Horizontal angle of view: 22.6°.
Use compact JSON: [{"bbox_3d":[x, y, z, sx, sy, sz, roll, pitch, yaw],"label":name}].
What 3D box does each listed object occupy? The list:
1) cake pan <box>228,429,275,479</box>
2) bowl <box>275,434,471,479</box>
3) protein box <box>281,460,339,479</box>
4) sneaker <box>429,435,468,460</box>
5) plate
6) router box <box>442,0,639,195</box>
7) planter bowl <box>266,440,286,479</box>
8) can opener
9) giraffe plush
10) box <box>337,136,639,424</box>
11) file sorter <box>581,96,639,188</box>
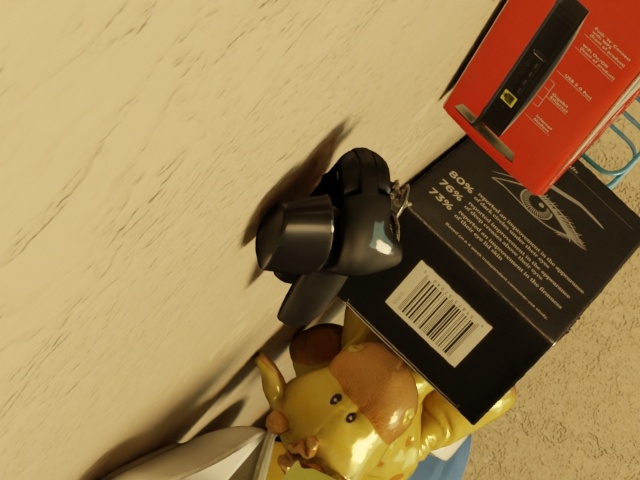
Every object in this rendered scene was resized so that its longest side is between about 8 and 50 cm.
[{"bbox_3d":[-0.097,0.290,1.333,0.293,0.054,0.293,14,90,-89],"label":"cake pan"},{"bbox_3d":[-0.009,0.294,1.737,0.391,0.077,0.391,-40,-166,12],"label":"bowl"},{"bbox_3d":[-0.018,0.292,1.028,0.200,0.136,0.201,-46,157,-59],"label":"protein box"},{"bbox_3d":[0.096,0.089,1.412,0.169,0.108,0.292,-50,-168,7],"label":"sneaker"},{"bbox_3d":[-0.168,0.232,1.075,0.278,0.045,0.277,-49,171,9],"label":"plate"},{"bbox_3d":[0.237,-0.210,0.872,0.335,0.082,0.301,-43,172,-25],"label":"router box"},{"bbox_3d":[-0.066,0.268,1.624,0.217,0.090,0.217,-40,-166,12],"label":"planter bowl"},{"bbox_3d":[0.000,0.000,0.811,0.186,0.073,0.059,120,-24,-74],"label":"can opener"},{"bbox_3d":[0.028,0.124,1.213,0.210,0.181,0.170,-65,159,6],"label":"giraffe plush"},{"bbox_3d":[0.130,0.012,1.197,0.207,0.153,0.108,-37,169,-51],"label":"box"},{"bbox_3d":[0.223,-0.095,1.353,0.118,0.104,0.170,-44,173,-14],"label":"file sorter"}]
